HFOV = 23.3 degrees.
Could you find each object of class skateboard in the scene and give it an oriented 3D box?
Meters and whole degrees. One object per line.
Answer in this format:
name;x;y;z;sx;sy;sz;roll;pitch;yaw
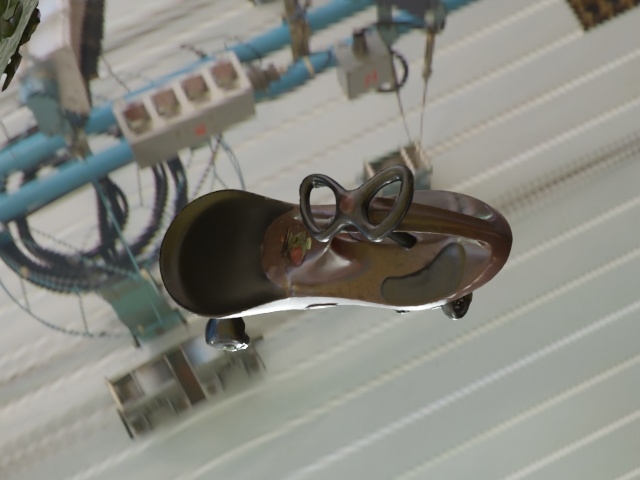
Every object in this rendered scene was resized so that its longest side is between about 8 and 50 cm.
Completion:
skateboard;0.000;0.000;0.624;0.151;0.080;0.067;-7;-112;30

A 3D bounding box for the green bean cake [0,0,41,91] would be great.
green bean cake;-0.235;-0.120;0.693;0.218;0.319;0.335;28;-121;-11
